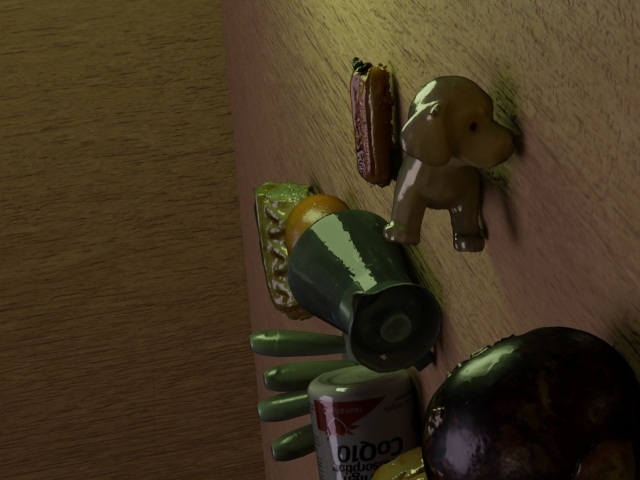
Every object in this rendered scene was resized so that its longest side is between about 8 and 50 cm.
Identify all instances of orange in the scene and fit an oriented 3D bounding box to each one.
[{"bbox_3d":[0.000,0.000,2.079,0.156,0.124,0.156,170,90,-77],"label":"orange"}]

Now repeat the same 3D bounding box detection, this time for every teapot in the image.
[{"bbox_3d":[0.070,0.079,1.702,0.203,0.171,0.225,50,-178,-33],"label":"teapot"}]

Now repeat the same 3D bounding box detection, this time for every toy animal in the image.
[{"bbox_3d":[0.132,-0.070,1.300,0.233,0.121,0.169,81,-165,-82],"label":"toy animal"}]

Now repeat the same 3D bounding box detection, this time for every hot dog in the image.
[{"bbox_3d":[0.074,-0.161,1.699,0.072,0.055,0.188,-128,31,-65],"label":"hot dog"}]

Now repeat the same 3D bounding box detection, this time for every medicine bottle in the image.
[{"bbox_3d":[0.075,0.339,1.859,0.157,0.157,0.289,-154,55,-78],"label":"medicine bottle"}]

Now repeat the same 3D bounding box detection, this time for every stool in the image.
[{"bbox_3d":[-0.010,0.255,2.164,0.195,0.198,0.195,-116,19,-65],"label":"stool"}]

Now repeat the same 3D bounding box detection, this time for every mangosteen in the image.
[{"bbox_3d":[0.190,0.179,1.010,0.217,0.192,0.192,54,160,22],"label":"mangosteen"}]

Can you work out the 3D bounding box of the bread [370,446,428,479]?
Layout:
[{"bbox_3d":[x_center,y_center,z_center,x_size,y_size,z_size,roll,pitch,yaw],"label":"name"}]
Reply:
[{"bbox_3d":[0.123,0.372,1.547,0.244,0.134,0.244,-176,90,-65],"label":"bread"}]

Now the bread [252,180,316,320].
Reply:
[{"bbox_3d":[-0.052,0.022,2.399,0.152,0.130,0.268,-145,45,-70],"label":"bread"}]
